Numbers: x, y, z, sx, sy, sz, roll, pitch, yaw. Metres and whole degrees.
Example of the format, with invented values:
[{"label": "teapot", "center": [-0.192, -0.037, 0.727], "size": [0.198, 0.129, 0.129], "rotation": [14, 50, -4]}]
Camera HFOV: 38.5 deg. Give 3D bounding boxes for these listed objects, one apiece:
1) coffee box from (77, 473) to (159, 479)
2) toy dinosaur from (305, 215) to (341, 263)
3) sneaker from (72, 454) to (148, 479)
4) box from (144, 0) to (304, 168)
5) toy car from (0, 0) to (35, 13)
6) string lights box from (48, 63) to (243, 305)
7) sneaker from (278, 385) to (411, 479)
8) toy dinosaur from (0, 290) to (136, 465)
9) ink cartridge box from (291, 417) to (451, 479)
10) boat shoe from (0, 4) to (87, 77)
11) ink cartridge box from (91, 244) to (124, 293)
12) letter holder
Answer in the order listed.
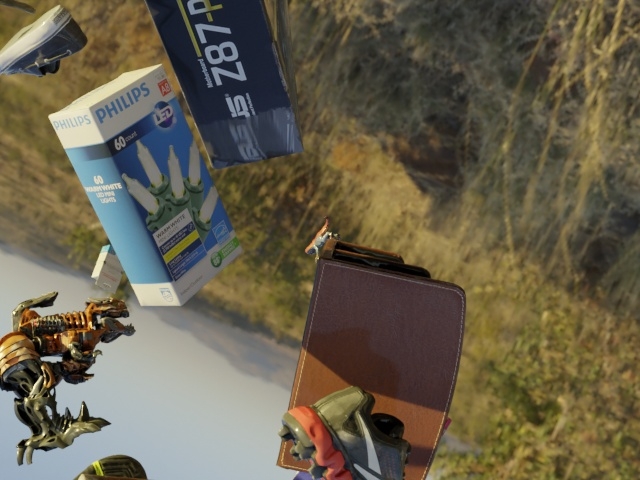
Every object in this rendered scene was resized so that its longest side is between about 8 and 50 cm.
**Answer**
[{"label": "coffee box", "center": [-0.206, 0.396, 1.198], "size": [0.247, 0.098, 0.141], "rotation": [18, -154, -38]}, {"label": "toy dinosaur", "center": [0.000, 0.000, 1.841], "size": [0.082, 0.090, 0.047], "rotation": [-13, -178, 34]}, {"label": "sneaker", "center": [-0.407, 0.525, 1.482], "size": [0.145, 0.384, 0.147], "rotation": [29, 161, -6]}, {"label": "box", "center": [-0.097, -0.312, 0.798], "size": [0.097, 0.394, 0.318], "rotation": [-11, 141, 6]}, {"label": "toy car", "center": [-0.354, -0.295, 0.892], "size": [0.188, 0.149, 0.155], "rotation": [27, -145, -56]}, {"label": "string lights box", "center": [-0.204, -0.063, 1.106], "size": [0.077, 0.133, 0.259], "rotation": [-3, 119, 37]}, {"label": "sneaker", "center": [0.064, 0.291, 1.120], "size": [0.276, 0.135, 0.098], "rotation": [62, 164, -21]}, {"label": "toy dinosaur", "center": [-0.418, 0.201, 1.340], "size": [0.218, 0.322, 0.164], "rotation": [64, 173, 1]}, {"label": "ink cartridge box", "center": [0.092, 0.396, 1.682], "size": [0.176, 0.371, 0.069], "rotation": [38, 132, 8]}, {"label": "boat shoe", "center": [-0.421, -0.282, 1.375], "size": [0.229, 0.080, 0.076], "rotation": [-16, 128, 44]}, {"label": "ink cartridge box", "center": [-0.405, 0.057, 1.755], "size": [0.028, 0.083, 0.048], "rotation": [-10, 146, 45]}, {"label": "letter holder", "center": [0.078, 0.175, 1.291], "size": [0.215, 0.301, 0.152], "rotation": [12, -170, 2]}]
